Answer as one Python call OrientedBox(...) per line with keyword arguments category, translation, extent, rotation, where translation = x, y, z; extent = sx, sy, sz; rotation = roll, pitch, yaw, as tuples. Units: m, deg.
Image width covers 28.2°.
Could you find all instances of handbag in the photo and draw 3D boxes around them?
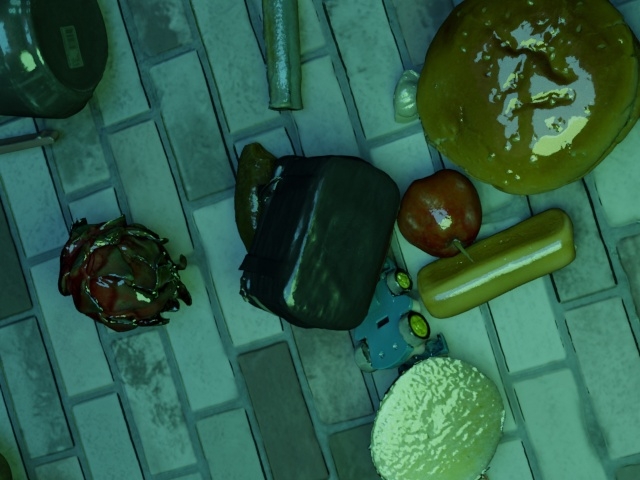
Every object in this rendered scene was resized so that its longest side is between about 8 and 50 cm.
OrientedBox(category="handbag", translation=(0.000, 0.000, 1.829), extent=(0.181, 0.181, 0.255), rotation=(16, 87, -27))

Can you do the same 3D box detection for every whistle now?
OrientedBox(category="whistle", translation=(-0.059, -0.355, 1.900), extent=(0.068, 0.057, 0.327), rotation=(-1, 92, 59))

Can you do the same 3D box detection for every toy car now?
OrientedBox(category="toy car", translation=(0.112, 0.116, 1.871), extent=(0.126, 0.098, 0.162), rotation=(-37, 51, 37))

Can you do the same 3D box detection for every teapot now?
OrientedBox(category="teapot", translation=(-0.514, -0.272, 1.965), extent=(0.343, 0.253, 0.300), rotation=(-8, 122, 23))

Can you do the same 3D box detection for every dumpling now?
OrientedBox(category="dumpling", translation=(0.135, -0.208, 1.862), extent=(0.059, 0.043, 0.077), rotation=(9, 92, -6))

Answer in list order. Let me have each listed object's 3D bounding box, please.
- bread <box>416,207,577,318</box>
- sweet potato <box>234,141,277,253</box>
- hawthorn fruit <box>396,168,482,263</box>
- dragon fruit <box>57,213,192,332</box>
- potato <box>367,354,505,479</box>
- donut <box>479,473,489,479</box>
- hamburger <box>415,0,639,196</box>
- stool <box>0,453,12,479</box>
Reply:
OrientedBox(category="bread", translation=(0.255, 0.037, 1.816), extent=(0.239, 0.093, 0.074), rotation=(-25, 124, 15))
OrientedBox(category="sweet potato", translation=(-0.092, -0.028, 1.917), extent=(0.077, 0.077, 0.244), rotation=(-3, 89, 16))
OrientedBox(category="hawthorn fruit", translation=(0.169, -0.033, 1.807), extent=(0.125, 0.140, 0.125), rotation=(7, 134, 8))
OrientedBox(category="dragon fruit", translation=(-0.303, 0.050, 1.930), extent=(0.188, 0.182, 0.182), rotation=(-1, 93, 49))
OrientedBox(category="potato", translation=(0.157, 0.261, 1.832), extent=(0.182, 0.117, 0.202), rotation=(25, 88, -8))
OrientedBox(category="donut", translation=(0.191, 0.401, 1.860), extent=(0.117, 0.065, 0.166), rotation=(41, 104, 11))
OrientedBox(category="hamburger", translation=(0.285, -0.215, 1.752), extent=(0.290, 0.170, 0.314), rotation=(45, 106, 16))
OrientedBox(category="stool", translation=(-0.553, 0.417, 2.021), extent=(0.264, 0.179, 0.179), rotation=(37, 102, 12))
